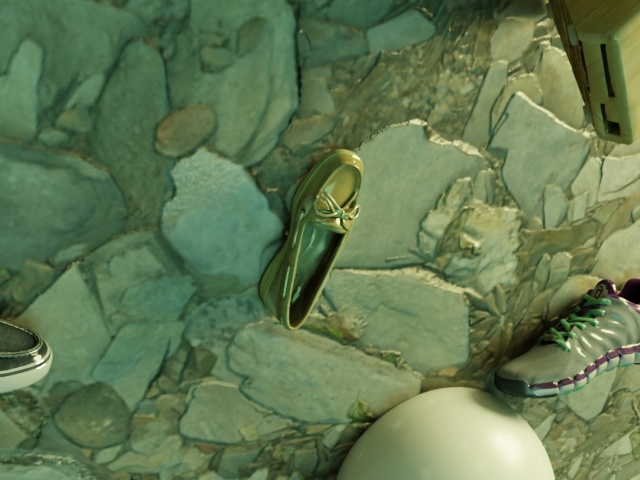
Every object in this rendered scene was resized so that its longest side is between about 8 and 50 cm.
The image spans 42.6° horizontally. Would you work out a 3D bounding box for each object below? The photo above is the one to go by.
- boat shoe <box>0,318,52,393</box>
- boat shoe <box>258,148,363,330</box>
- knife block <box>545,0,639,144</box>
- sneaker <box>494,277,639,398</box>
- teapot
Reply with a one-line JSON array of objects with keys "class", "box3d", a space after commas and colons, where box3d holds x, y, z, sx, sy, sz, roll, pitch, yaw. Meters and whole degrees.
[{"class": "boat shoe", "box3d": [-0.265, 0.050, 0.550, 0.183, 0.065, 0.083, 11, 113, -31]}, {"class": "boat shoe", "box3d": [-0.002, 0.000, 0.673, 0.056, 0.048, 0.153, 18, 107, -35]}, {"class": "knife block", "box3d": [0.288, -0.208, 0.594, 0.242, 0.276, 0.088, -15, 129, 16]}, {"class": "sneaker", "box3d": [0.273, 0.095, 0.873, 0.223, 0.083, 0.098, -13, 102, -26]}, {"class": "teapot", "box3d": [0.142, 0.287, 0.830, 0.256, 0.187, 0.252, -38, 128, -3]}]
